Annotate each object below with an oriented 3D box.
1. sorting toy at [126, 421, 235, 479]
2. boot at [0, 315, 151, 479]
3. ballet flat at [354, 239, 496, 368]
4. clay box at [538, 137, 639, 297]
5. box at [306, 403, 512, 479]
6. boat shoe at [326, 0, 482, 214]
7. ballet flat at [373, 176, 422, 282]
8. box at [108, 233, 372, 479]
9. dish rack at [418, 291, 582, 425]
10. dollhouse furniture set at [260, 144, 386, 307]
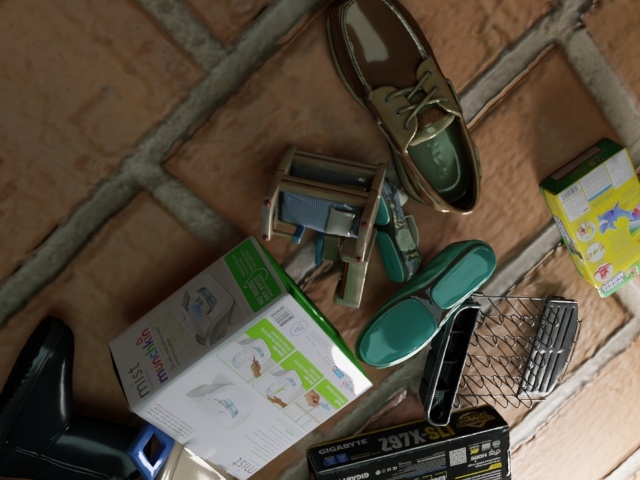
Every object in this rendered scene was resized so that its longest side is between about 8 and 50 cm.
[{"bbox_3d":[-0.194,0.373,1.054,0.047,0.196,0.348,2,144,27],"label":"sorting toy"},{"bbox_3d":[-0.314,0.231,0.993,0.207,0.094,0.247,24,105,-26],"label":"boot"},{"bbox_3d":[0.146,0.090,1.078,0.247,0.087,0.083,-40,100,-5],"label":"ballet flat"},{"bbox_3d":[0.430,-0.028,1.141,0.127,0.053,0.222,-34,120,-1],"label":"clay box"},{"bbox_3d":[0.152,0.424,1.218,0.321,0.079,0.257,-11,110,-10],"label":"box"},{"bbox_3d":[0.123,-0.166,0.942,0.122,0.120,0.324,-35,119,-1],"label":"boat shoe"},{"bbox_3d":[0.097,-0.032,1.035,0.070,0.070,0.188,-23,120,-7],"label":"ballet flat"},{"bbox_3d":[-0.095,0.165,0.977,0.231,0.127,0.262,-37,137,2],"label":"box"},{"bbox_3d":[0.291,0.180,1.178,0.271,0.074,0.208,4,113,-20],"label":"dish rack"},{"bbox_3d":[0.000,0.000,0.957,0.129,0.129,0.184,12,128,7],"label":"dollhouse furniture set"}]
